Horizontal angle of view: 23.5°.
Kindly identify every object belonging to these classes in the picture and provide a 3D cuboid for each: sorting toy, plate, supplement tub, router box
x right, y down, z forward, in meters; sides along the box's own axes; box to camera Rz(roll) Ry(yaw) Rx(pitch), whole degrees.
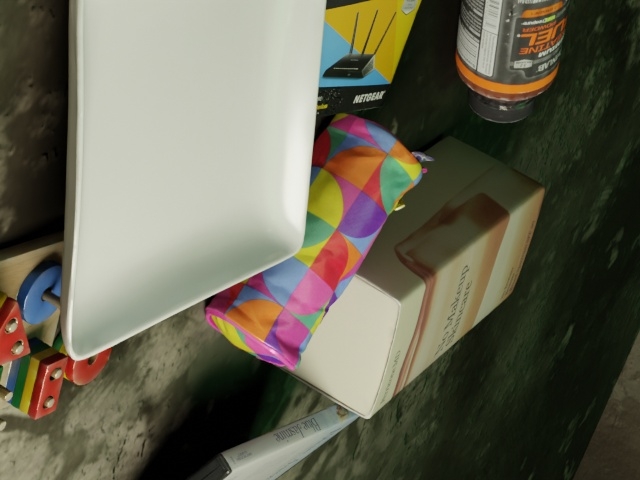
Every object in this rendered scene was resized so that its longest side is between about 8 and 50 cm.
[{"bbox_3d":[-0.217,0.075,1.039,0.274,0.046,0.132,-22,135,-56],"label":"sorting toy"},{"bbox_3d":[-0.093,-0.085,1.079,0.278,0.045,0.277,-27,130,-52],"label":"plate"},{"bbox_3d":[0.187,-0.210,1.498,0.106,0.106,0.198,-46,152,-34],"label":"supplement tub"},{"bbox_3d":[0.015,-0.170,1.254,0.179,0.046,0.133,-18,132,-58],"label":"router box"}]

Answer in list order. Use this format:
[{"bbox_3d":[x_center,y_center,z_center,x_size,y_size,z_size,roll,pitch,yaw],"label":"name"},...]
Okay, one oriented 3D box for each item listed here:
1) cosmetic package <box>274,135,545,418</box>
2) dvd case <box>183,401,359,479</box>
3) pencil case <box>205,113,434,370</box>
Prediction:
[{"bbox_3d":[0.090,0.029,1.530,0.296,0.129,0.153,-35,147,-47],"label":"cosmetic package"},{"bbox_3d":[-0.081,0.222,1.420,0.180,0.022,0.253,-40,167,26],"label":"dvd case"},{"bbox_3d":[0.000,0.000,1.344,0.236,0.104,0.104,-54,156,-12],"label":"pencil case"}]
